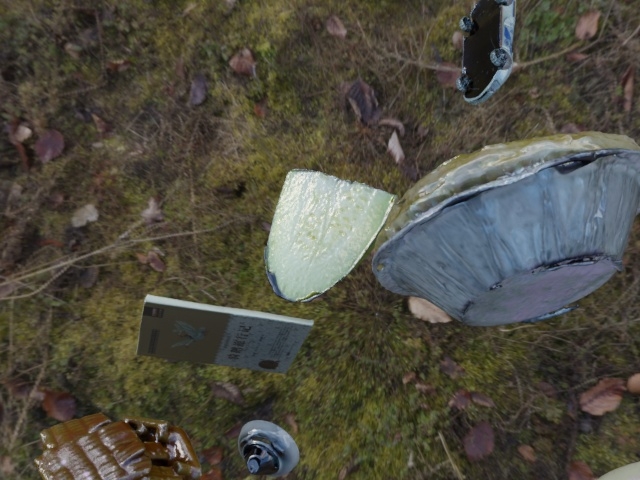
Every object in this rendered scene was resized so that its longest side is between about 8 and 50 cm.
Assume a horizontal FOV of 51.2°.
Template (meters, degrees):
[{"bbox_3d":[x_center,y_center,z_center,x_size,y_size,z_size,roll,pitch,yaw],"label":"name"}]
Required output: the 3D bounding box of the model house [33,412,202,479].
[{"bbox_3d":[-0.353,0.363,1.083,0.219,0.229,0.199,-47,54,11],"label":"model house"}]

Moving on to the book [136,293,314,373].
[{"bbox_3d":[-0.190,0.188,1.288,0.311,0.217,0.021,10,53,-13],"label":"book"}]

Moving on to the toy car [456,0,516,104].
[{"bbox_3d":[0.259,-0.299,1.026,0.056,0.095,0.204,16,66,-23],"label":"toy car"}]

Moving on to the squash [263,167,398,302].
[{"bbox_3d":[0.000,0.000,1.223,0.237,0.155,0.203,19,128,32],"label":"squash"}]

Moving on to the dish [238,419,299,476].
[{"bbox_3d":[-0.123,0.454,1.392,0.141,0.078,0.141,11,119,20],"label":"dish"}]

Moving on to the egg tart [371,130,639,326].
[{"bbox_3d":[0.156,0.006,0.523,0.234,0.234,0.094,-17,66,3],"label":"egg tart"}]

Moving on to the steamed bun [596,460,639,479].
[{"bbox_3d":[0.328,0.271,0.496,0.200,0.170,0.225,22,47,-27],"label":"steamed bun"}]
